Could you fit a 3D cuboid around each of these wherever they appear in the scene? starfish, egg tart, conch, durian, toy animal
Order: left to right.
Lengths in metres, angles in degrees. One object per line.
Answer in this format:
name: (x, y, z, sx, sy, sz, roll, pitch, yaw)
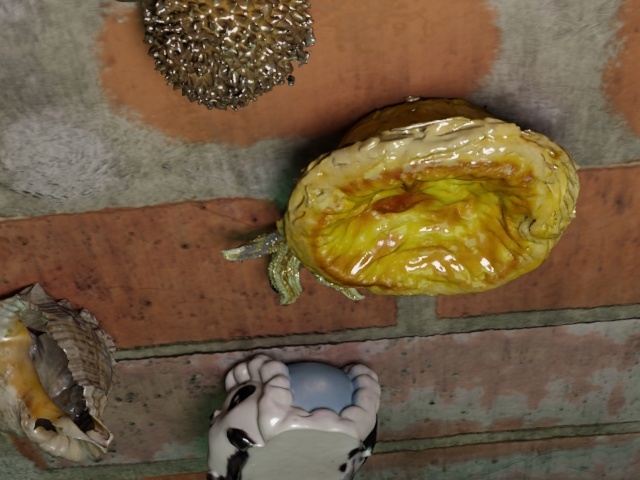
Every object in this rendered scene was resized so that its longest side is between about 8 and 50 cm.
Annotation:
conch: (-0.292, 0.147, 1.660, 0.163, 0.245, 0.178, -33, 132, -18)
durian: (-0.086, -0.161, 1.259, 0.188, 0.091, 0.148, 21, 140, -32)
toy animal: (-0.034, 0.218, 1.824, 0.204, 0.156, 0.208, 8, 139, -15)
starfish: (0.000, 0.000, 1.568, 0.176, 0.053, 0.208, -20, 149, 8)
egg tart: (0.100, -0.048, 1.444, 0.294, 0.116, 0.295, -4, 151, -2)
